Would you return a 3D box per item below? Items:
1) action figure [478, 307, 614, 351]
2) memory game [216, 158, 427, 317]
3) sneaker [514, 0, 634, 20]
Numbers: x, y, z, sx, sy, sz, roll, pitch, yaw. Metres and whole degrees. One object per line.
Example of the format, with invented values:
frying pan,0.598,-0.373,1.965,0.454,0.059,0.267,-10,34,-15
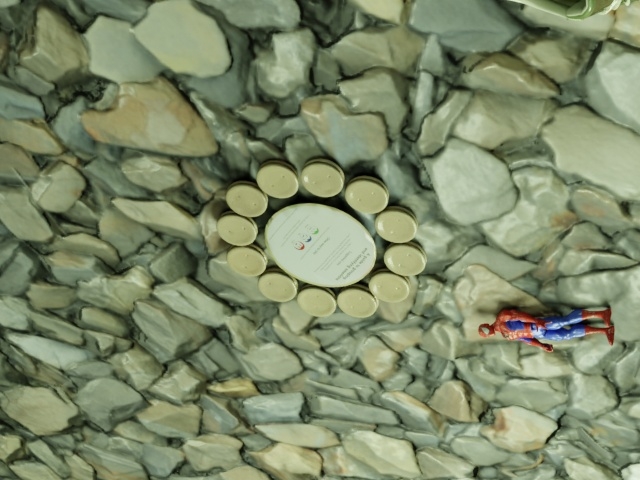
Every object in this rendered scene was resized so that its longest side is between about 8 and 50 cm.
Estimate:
action figure,0.192,0.076,1.223,0.115,0.030,0.038,-1,138,22
memory game,0.000,0.000,1.222,0.186,0.012,0.186,9,135,9
sneaker,0.188,-0.172,0.936,0.192,0.086,0.064,11,136,7
